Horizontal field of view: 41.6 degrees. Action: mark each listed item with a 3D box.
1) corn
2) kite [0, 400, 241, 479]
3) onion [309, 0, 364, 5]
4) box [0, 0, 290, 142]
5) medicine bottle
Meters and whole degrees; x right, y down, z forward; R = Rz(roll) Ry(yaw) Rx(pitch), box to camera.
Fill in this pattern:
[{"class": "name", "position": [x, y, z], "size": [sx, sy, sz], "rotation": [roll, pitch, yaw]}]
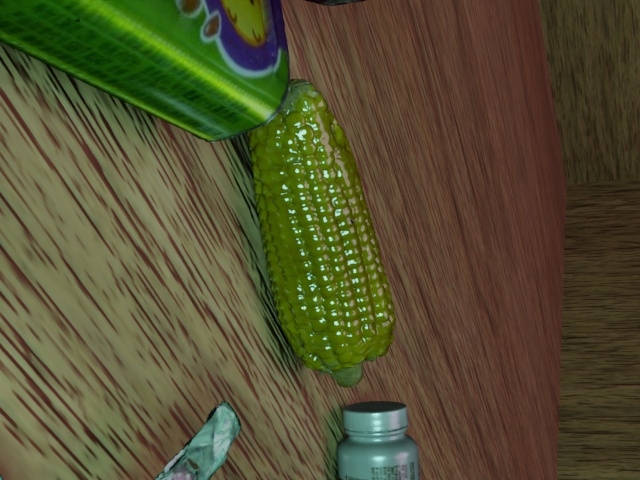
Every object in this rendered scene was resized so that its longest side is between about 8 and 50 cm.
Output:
[{"class": "corn", "position": [0.000, 0.000, 0.683], "size": [0.097, 0.097, 0.262], "rotation": [-47, 129, -61]}, {"class": "kite", "position": [-0.124, 0.179, 0.365], "size": [0.314, 0.011, 0.335], "rotation": [-41, 111, -48]}, {"class": "onion", "position": [0.006, -0.281, 0.622], "size": [0.206, 0.216, 0.207], "rotation": [-67, -156, 15]}, {"class": "box", "position": [-0.129, -0.151, 0.386], "size": [0.345, 0.097, 0.134], "rotation": [19, 61, -67]}, {"class": "medicine bottle", "position": [0.056, 0.228, 0.802], "size": [0.079, 0.079, 0.140], "rotation": [-2, 88, -68]}]
